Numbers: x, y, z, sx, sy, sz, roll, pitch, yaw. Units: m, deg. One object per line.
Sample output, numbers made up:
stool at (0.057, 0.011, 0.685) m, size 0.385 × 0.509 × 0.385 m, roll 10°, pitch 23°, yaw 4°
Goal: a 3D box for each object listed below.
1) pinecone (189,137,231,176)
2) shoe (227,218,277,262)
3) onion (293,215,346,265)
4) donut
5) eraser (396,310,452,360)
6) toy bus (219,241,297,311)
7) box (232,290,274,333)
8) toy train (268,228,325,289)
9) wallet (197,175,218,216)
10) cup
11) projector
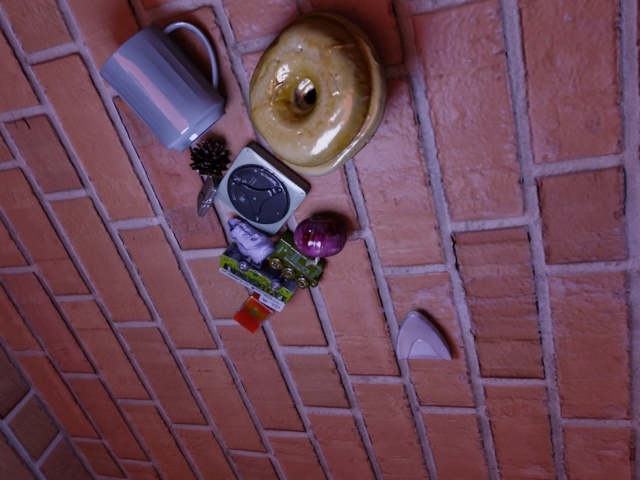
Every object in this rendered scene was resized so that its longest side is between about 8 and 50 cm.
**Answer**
pinecone at (-0.365, -0.276, 1.900) m, size 0.140 × 0.140 × 0.120 m, roll 18°, pitch 116°, yaw 9°
shoe at (-0.247, -0.007, 1.996) m, size 0.137 × 0.095 × 0.245 m, roll 55°, pitch 162°, yaw -26°
onion at (0.001, -0.010, 1.910) m, size 0.177 × 0.177 × 0.153 m, roll -16°, pitch 113°, yaw 29°
donut at (-0.010, -0.399, 1.585) m, size 0.449 × 0.198 × 0.448 m, roll 10°, pitch 107°, yaw 35°
eraser at (0.364, 0.345, 2.082) m, size 0.205 × 0.059 × 0.243 m, roll -3°, pitch 124°, yaw 23°
toy bus at (-0.230, 0.133, 2.139) m, size 0.302 × 0.113 × 0.139 m, roll 30°, pitch 128°, yaw 3°
box at (-0.265, 0.285, 2.287) m, size 0.112 × 0.048 × 0.175 m, roll 39°, pitch 128°, yaw -5°
toy train at (-0.083, 0.075, 2.054) m, size 0.226 × 0.090 × 0.137 m, roll 36°, pitch 124°, yaw -5°
wallet at (-0.398, -0.164, 2.001) m, size 0.039 × 0.117 × 0.152 m, roll 15°, pitch 130°, yaw -29°
cup at (-0.438, -0.482, 1.750) m, size 0.323 × 0.237 × 0.327 m, roll -41°, pitch 103°, yaw 5°
projector at (-0.205, -0.163, 1.945) m, size 0.259 × 0.079 × 0.257 m, roll 38°, pitch 128°, yaw -5°
